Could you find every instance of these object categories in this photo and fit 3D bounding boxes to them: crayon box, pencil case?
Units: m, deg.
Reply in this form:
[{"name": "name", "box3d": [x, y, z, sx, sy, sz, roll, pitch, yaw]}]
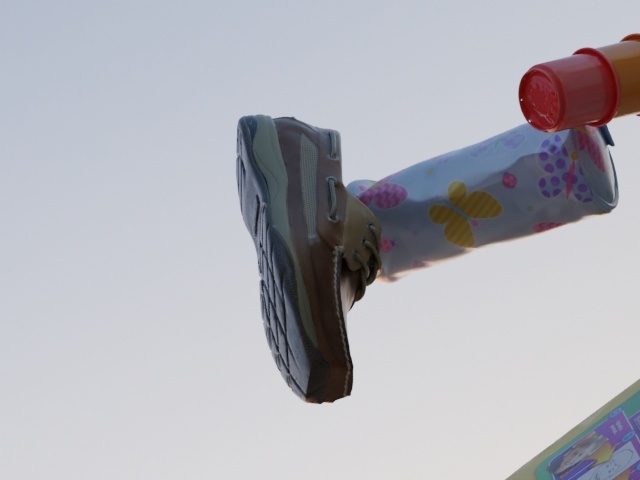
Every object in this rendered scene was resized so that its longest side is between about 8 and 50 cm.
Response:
[{"name": "crayon box", "box3d": [0.355, 0.259, 1.660, 0.313, 0.106, 0.363, -37, 9, 8]}, {"name": "pencil case", "box3d": [0.158, -0.044, 1.586, 0.113, 0.273, 0.124, 67, -153, -10]}]

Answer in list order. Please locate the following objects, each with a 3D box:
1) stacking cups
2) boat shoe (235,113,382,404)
[{"name": "stacking cups", "box3d": [0.322, -0.163, 1.512, 0.316, 0.096, 0.096, -13, -47, -27]}, {"name": "boat shoe", "box3d": [0.000, 0.000, 1.472, 0.120, 0.324, 0.122, -4, -40, -11]}]
